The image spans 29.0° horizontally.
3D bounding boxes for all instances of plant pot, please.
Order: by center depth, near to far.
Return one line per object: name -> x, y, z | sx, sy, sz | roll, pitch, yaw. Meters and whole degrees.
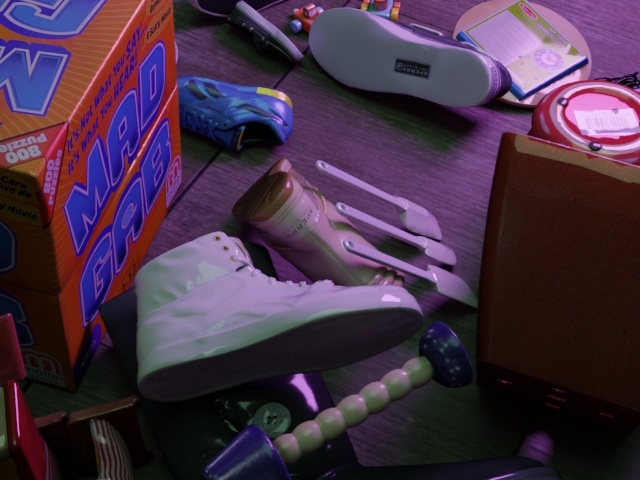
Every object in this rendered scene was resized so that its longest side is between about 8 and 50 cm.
plant pot -> 0.290, 0.065, 1.350 | 0.267, 0.267, 0.236 | 18, 78, 12
plant pot -> 0.339, -0.096, 1.558 | 0.191, 0.174, 0.191 | 2, 46, -2

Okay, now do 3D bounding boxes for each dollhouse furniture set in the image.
dollhouse furniture set -> -0.237, 0.200, 1.132 | 0.152, 0.374, 0.201 | -12, 52, -7

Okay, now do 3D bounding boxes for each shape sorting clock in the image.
shape sorting clock -> 0.292, -0.272, 1.797 | 0.206, 0.040, 0.206 | 2, 58, -3

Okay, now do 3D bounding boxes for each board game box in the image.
board game box -> -0.388, -0.108, 1.407 | 0.356, 0.356, 0.356 | 14, 49, 8

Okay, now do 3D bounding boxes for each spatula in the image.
spatula -> 0.088, -0.009, 1.471 | 0.242, 0.019, 0.168 | 21, 39, -42

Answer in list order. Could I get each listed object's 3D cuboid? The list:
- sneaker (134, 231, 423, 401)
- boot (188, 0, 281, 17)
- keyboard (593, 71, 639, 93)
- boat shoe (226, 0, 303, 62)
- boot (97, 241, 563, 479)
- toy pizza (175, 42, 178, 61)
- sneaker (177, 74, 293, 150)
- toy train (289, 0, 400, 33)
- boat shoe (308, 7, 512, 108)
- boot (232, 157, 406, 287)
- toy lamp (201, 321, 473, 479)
sneaker -> -0.052, 0.052, 1.273 | 0.292, 0.108, 0.169 | -11, 53, -2
boot -> -0.128, -0.431, 1.891 | 0.244, 0.088, 0.176 | -20, 52, -30
keyboard -> 0.411, -0.193, 1.729 | 0.192, 0.038, 0.100 | -12, 59, -14
boat shoe -> -0.081, -0.296, 1.802 | 0.040, 0.049, 0.142 | -48, 63, 2
boot -> 0.002, 0.178, 1.329 | 0.367, 0.146, 0.445 | -17, 47, -19
toy pizza -> -0.305, -0.271, 1.771 | 0.201, 0.032, 0.201 | 1, 48, -2
sneaker -> -0.141, -0.167, 1.664 | 0.209, 0.069, 0.082 | 7, 52, 3
toy train -> 0.042, -0.345, 1.846 | 0.166, 0.046, 0.125 | -32, 57, -27
boat shoe -> 0.127, -0.257, 1.744 | 0.301, 0.108, 0.102 | 18, 16, 28
boot -> 0.000, 0.000, 1.494 | 0.203, 0.262, 0.095 | 42, 89, -11
toy lamp -> 0.016, 0.174, 1.185 | 0.275, 0.080, 0.080 | -26, 54, -16
